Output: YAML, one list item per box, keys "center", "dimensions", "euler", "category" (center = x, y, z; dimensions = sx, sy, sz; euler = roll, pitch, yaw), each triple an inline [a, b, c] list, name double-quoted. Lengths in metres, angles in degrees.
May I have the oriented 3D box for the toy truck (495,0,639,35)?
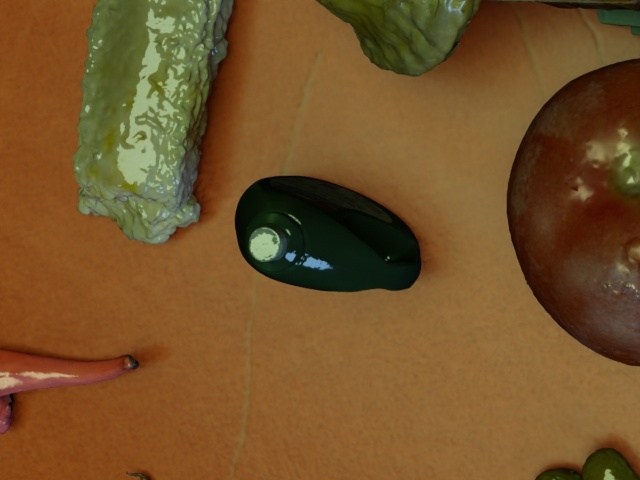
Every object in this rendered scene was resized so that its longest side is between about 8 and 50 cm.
- center: [0.221, -0.315, 1.145]
  dimensions: [0.133, 0.184, 0.338]
  euler: [8, 90, 42]
  category: "toy truck"

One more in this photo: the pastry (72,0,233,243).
- center: [-0.130, -0.127, 1.291]
  dimensions: [0.121, 0.089, 0.258]
  euler: [16, 94, 25]
  category: "pastry"

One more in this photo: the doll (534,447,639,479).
- center: [0.217, 0.257, 1.218]
  dimensions: [0.137, 0.097, 0.209]
  euler: [-30, 80, 20]
  category: "doll"

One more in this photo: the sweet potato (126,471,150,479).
- center: [-0.108, 0.267, 1.324]
  dimensions: [0.056, 0.056, 0.195]
  euler: [-26, 81, 14]
  category: "sweet potato"

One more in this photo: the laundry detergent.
- center: [0.000, 0.000, 1.197]
  dimensions: [0.137, 0.211, 0.063]
  euler: [27, 99, 10]
  category: "laundry detergent"

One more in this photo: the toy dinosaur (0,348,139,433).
- center: [-0.284, 0.085, 1.364]
  dimensions: [0.286, 0.070, 0.139]
  euler: [-20, 66, 13]
  category: "toy dinosaur"

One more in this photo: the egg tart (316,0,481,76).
- center: [0.041, -0.253, 1.140]
  dimensions: [0.115, 0.290, 0.290]
  euler: [5, 95, -14]
  category: "egg tart"

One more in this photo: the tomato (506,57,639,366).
- center: [0.232, -0.018, 1.149]
  dimensions: [0.208, 0.184, 0.208]
  euler: [-8, 70, 21]
  category: "tomato"
